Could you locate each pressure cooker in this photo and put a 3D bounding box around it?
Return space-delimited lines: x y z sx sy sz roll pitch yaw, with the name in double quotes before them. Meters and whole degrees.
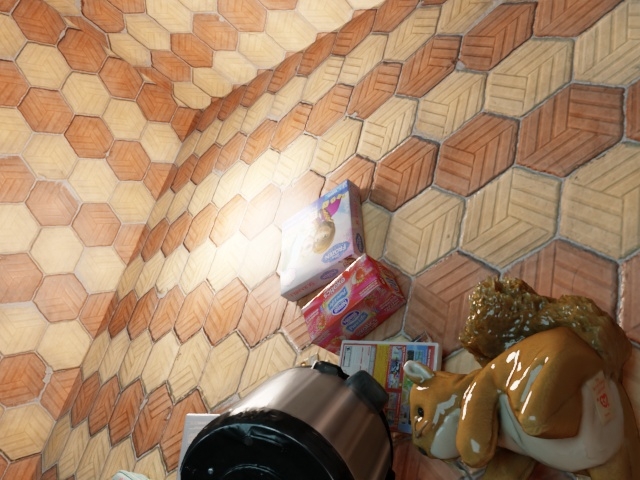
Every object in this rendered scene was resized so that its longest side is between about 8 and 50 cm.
"pressure cooker" -0.038 0.455 1.055 0.369 0.420 0.376 -4 92 18

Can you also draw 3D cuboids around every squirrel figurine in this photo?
"squirrel figurine" 0.343 0.264 0.939 0.370 0.281 0.397 -23 32 53

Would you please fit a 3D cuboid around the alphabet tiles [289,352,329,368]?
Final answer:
"alphabet tiles" -0.057 0.438 1.446 0.237 0.009 0.198 -36 40 28

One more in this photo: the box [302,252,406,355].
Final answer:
"box" 0.086 0.177 1.380 0.257 0.122 0.128 -43 38 19

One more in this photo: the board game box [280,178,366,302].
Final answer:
"board game box" 0.000 0.000 1.674 0.318 0.066 0.318 -33 41 31

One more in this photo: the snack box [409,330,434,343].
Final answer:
"snack box" 0.202 0.296 1.232 0.178 0.022 0.064 -43 39 19

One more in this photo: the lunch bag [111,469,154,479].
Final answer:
"lunch bag" -0.628 0.892 1.686 0.279 0.108 0.224 -4 55 47

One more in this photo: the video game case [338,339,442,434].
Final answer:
"video game case" 0.151 0.344 1.216 0.285 0.025 0.204 -8 63 42

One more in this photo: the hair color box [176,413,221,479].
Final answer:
"hair color box" -0.331 0.681 1.376 0.374 0.113 0.185 -99 15 -56
